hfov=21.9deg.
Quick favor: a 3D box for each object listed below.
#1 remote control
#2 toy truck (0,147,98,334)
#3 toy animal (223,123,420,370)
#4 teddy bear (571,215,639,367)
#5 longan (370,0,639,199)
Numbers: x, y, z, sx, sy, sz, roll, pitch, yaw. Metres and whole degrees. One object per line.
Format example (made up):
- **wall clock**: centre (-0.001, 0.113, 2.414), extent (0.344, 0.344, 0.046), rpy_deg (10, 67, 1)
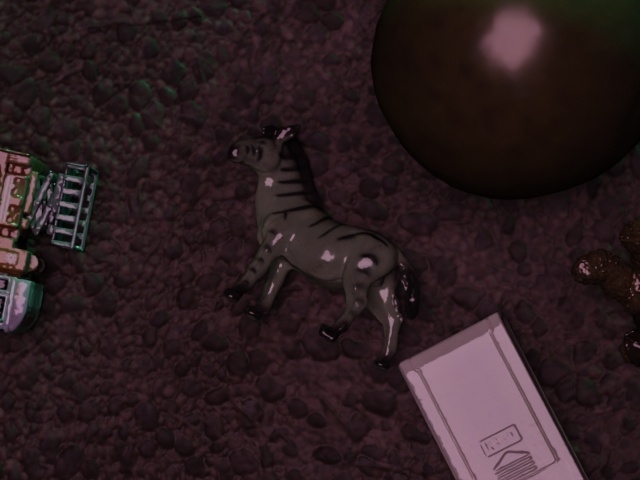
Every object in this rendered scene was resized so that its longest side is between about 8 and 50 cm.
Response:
- **remote control**: centre (0.177, 0.208, 1.441), extent (0.103, 0.055, 0.277), rpy_deg (-28, 81, 9)
- **toy truck**: centre (-0.284, 0.005, 1.548), extent (0.115, 0.080, 0.178), rpy_deg (11, 86, 3)
- **toy animal**: centre (-0.001, 0.001, 1.491), extent (0.217, 0.073, 0.176), rpy_deg (24, 76, 9)
- **teddy bear**: centre (0.295, 0.051, 1.423), extent (0.119, 0.078, 0.160), rpy_deg (-36, 101, 25)
- **longan**: centre (0.164, -0.162, 1.381), extent (0.258, 0.258, 0.258), rpy_deg (-1, 85, 12)
